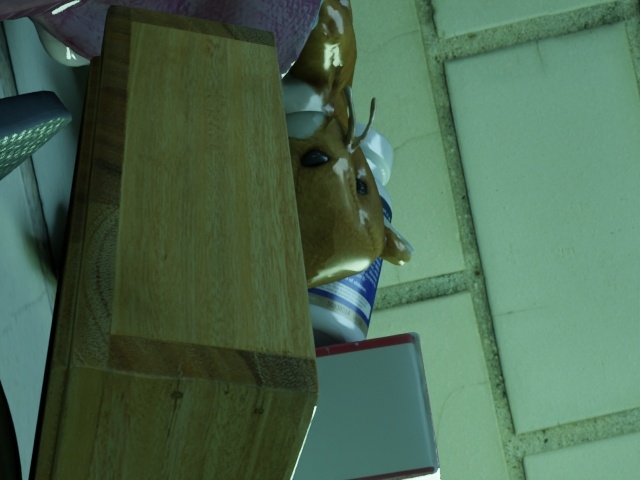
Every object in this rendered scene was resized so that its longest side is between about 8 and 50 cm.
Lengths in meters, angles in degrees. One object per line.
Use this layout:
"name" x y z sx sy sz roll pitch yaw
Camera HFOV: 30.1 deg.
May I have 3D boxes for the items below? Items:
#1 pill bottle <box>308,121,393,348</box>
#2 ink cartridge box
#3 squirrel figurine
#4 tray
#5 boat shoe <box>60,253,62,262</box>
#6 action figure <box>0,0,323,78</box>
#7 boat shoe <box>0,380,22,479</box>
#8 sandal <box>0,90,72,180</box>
"pill bottle" 0.000 0.000 1.377 0.153 0.153 0.264 75 26 -61
"ink cartridge box" -0.002 0.258 1.394 0.384 0.279 0.160 73 7 -67
"squirrel figurine" -0.053 -0.090 1.186 0.397 0.281 0.370 106 -37 -56
"tray" -0.092 0.133 0.505 0.203 0.076 0.411 -99 -158 -51
"boat shoe" -0.167 -0.008 1.002 0.285 0.103 0.092 87 -13 -80
"action figure" -0.166 -0.158 0.592 0.370 0.248 0.275 -27 143 -53
"boat shoe" -0.178 0.003 0.389 0.120 0.123 0.324 -76 155 -73
"sandal" -0.197 -0.057 0.630 0.054 0.097 0.254 52 4 -4
